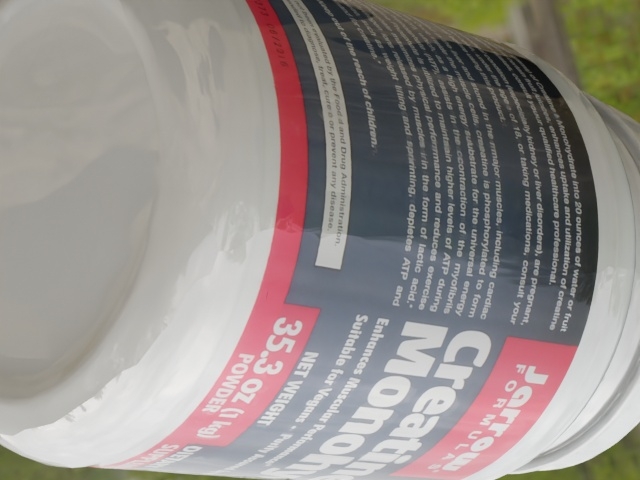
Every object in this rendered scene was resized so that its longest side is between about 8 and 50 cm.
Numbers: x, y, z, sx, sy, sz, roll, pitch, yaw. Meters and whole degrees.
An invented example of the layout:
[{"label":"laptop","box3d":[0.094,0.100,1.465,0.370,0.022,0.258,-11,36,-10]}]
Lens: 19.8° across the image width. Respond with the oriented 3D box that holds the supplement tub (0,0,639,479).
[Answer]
[{"label":"supplement tub","box3d":[0.000,0.000,0.719,0.272,0.191,0.191,10,163,-41]}]
